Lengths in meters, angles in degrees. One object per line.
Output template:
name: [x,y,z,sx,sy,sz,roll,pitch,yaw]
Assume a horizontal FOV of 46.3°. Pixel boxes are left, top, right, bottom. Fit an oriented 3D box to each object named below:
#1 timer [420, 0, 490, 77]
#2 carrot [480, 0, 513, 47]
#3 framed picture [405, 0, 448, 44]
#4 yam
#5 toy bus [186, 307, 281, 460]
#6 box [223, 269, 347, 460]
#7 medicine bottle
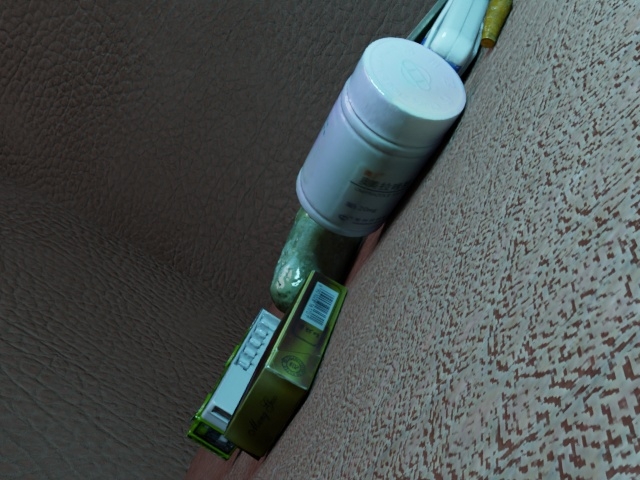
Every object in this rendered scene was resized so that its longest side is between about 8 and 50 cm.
timer: [0.206,-0.308,1.200,0.178,0.078,0.253,-56,5,48]
carrot: [0.240,-0.303,1.024,0.032,0.032,0.093,125,169,-64]
framed picture: [0.238,-0.433,1.532,0.203,0.015,0.150,-49,-19,26]
yam: [0.000,0.000,1.297,0.133,0.133,0.330,-58,5,47]
toy bus: [-0.141,0.265,1.449,0.139,0.113,0.302,-54,6,41]
box: [-0.046,0.168,1.058,0.159,0.071,0.240,-57,4,33]
medicine bottle: [0.076,-0.136,1.034,0.254,0.152,0.152,-57,4,49]
